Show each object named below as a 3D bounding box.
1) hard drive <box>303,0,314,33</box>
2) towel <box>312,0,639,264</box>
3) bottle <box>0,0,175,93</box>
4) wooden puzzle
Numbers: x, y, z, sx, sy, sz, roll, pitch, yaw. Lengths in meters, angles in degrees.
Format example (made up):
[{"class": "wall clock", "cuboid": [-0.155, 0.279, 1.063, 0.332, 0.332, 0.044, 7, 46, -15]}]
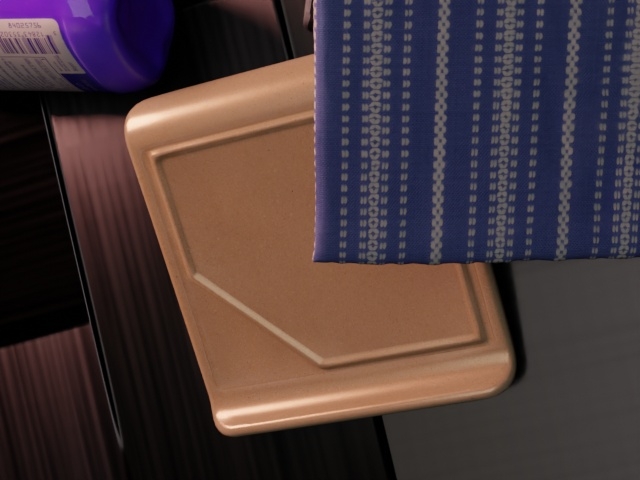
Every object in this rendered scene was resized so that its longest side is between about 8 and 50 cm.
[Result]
[{"class": "hard drive", "cuboid": [0.090, -0.233, 0.877, 0.172, 0.054, 0.254, 23, 100, 20]}, {"class": "towel", "cuboid": [0.161, -0.108, 0.772, 0.336, 0.040, 0.243, -2, 105, -5]}, {"class": "bottle", "cuboid": [-0.249, -0.158, 0.976, 0.283, 0.118, 0.092, 3, 69, 20]}, {"class": "wooden puzzle", "cuboid": [0.000, 0.000, 0.910, 0.221, 0.044, 0.238, -12, 98, 22]}]
